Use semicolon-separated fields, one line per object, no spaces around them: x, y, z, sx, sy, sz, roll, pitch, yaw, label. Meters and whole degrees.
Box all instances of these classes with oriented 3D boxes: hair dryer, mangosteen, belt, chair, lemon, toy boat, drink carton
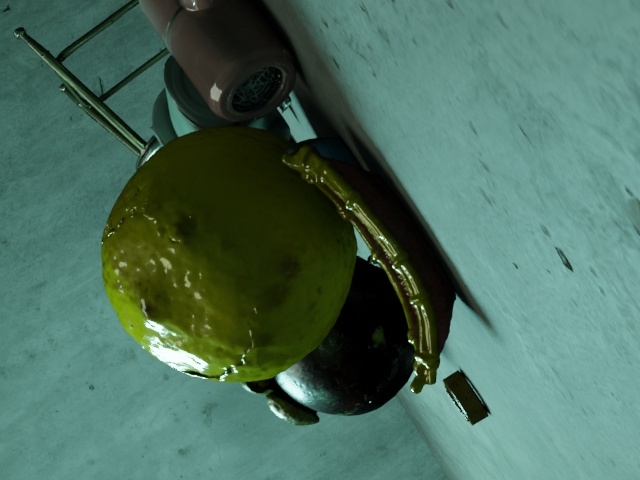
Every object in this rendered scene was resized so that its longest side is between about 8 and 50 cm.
-0.138;-0.310;1.263;0.210;0.125;0.352;55;169;25;hair dryer
0.015;0.160;1.725;0.288;0.288;0.288;58;176;6;mangosteen
0.215;0.236;1.606;0.083;0.036;0.059;57;178;28;belt
-0.394;-0.363;2.481;0.410;0.362;0.364;52;175;13;chair
-0.114;0.013;1.489;0.350;0.350;0.387;59;-141;-7;lemon
0.028;-0.051;1.369;0.185;0.077;0.075;58;177;-3;toy boat
-0.155;-0.202;1.620;0.185;0.191;0.189;59;169;5;drink carton
0.071;0.014;1.236;0.318;0.099;0.141;60;173;10;toy boat

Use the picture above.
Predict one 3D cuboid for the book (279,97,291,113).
-0.100;-0.281;1.674;0.181;0.014;0.127;58;176;-3;book
